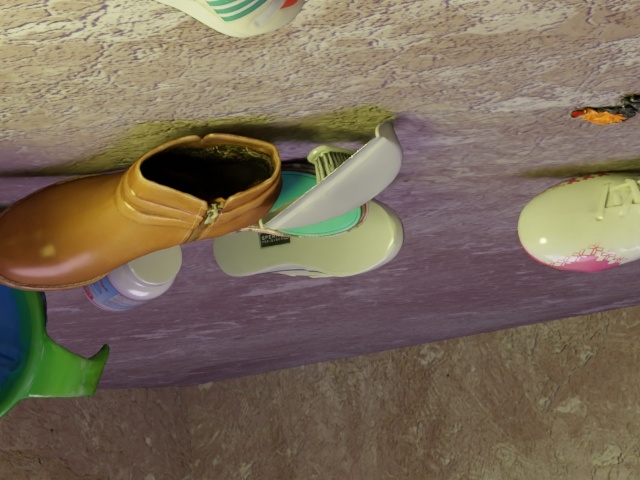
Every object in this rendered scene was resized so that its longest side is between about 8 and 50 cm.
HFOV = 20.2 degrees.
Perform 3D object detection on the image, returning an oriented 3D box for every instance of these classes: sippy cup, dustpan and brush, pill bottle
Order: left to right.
[{"bbox_3d":[-0.396,0.087,1.942,0.240,0.305,0.224,-35,-179,3],"label":"sippy cup"},{"bbox_3d":[-0.217,0.031,2.076,0.087,0.087,0.160,-2,170,-24],"label":"pill bottle"},{"bbox_3d":[0.033,-0.067,1.675,0.147,0.060,0.211,-38,160,22],"label":"dustpan and brush"}]

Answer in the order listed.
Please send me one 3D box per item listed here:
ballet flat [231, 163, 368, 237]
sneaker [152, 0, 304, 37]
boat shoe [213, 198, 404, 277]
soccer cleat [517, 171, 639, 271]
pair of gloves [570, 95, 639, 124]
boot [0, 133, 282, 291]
[{"bbox_3d":[-0.053,-0.041,1.808,0.222,0.077,0.079,-3,-169,16],"label":"ballet flat"},{"bbox_3d":[-0.042,-0.157,1.045,0.075,0.057,0.161,-5,171,34],"label":"sneaker"},{"bbox_3d":[0.000,0.000,2.006,0.267,0.096,0.088,-12,174,42],"label":"boat shoe"},{"bbox_3d":[0.382,-0.045,1.983,0.331,0.116,0.143,-6,156,-17],"label":"soccer cleat"},{"bbox_3d":[0.284,-0.121,1.669,0.074,0.010,0.083,3,167,-43],"label":"pair of gloves"},{"bbox_3d":[-0.171,-0.028,1.632,0.283,0.109,0.220,-7,173,-10],"label":"boot"}]
